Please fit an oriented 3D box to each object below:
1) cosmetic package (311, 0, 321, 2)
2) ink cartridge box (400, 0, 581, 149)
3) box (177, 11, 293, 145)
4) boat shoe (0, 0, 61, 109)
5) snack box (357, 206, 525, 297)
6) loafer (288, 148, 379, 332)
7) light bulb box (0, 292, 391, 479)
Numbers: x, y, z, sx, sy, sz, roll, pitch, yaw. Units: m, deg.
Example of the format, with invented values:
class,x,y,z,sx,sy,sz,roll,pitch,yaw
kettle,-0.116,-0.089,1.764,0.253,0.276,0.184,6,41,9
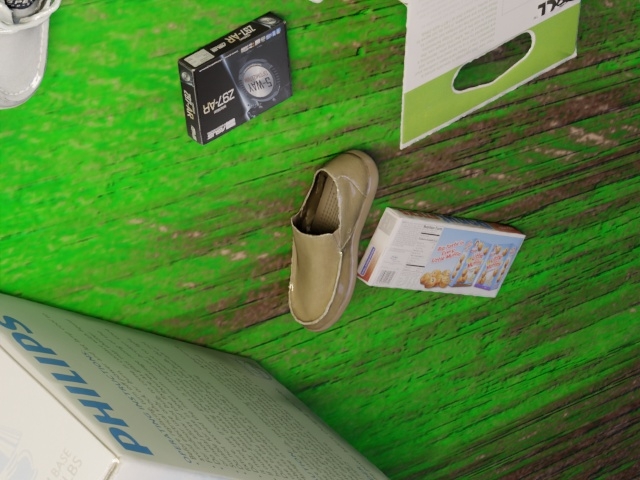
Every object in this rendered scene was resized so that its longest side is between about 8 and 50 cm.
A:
class,x,y,z,sx,sy,sz,roll,pitch,yaw
cosmetic package,-0.048,-0.263,1.095,0.151,0.151,0.183,17,105,-51
ink cartridge box,0.096,-0.218,1.334,0.189,0.097,0.255,-29,139,-29
box,-0.059,-0.113,1.315,0.083,0.018,0.067,-31,137,-27
boat shoe,-0.192,-0.157,1.084,0.079,0.081,0.227,-33,138,-25
snack box,0.104,0.012,1.587,0.178,0.022,0.064,7,113,-49
loafer,0.000,0.000,1.444,0.050,0.056,0.148,-2,110,-45
light bulb box,-0.174,0.256,1.318,0.361,0.225,0.358,20,104,-53
